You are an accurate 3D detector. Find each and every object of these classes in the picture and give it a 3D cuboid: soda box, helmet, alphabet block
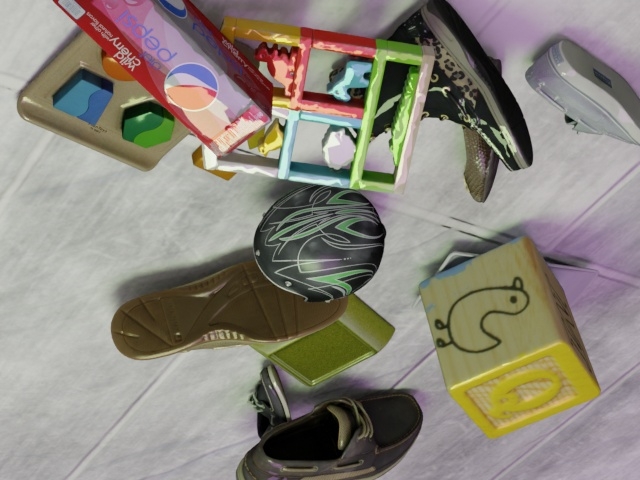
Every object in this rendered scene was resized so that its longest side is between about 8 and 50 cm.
[{"bbox_3d":[-0.168,-0.215,1.489,0.083,0.092,0.263,-36,116,20],"label":"soda box"},{"bbox_3d":[0.000,0.000,1.819,0.169,0.169,0.161,-23,157,12],"label":"helmet"},{"bbox_3d":[0.280,0.147,2.007,0.192,0.197,0.193,-27,140,15],"label":"alphabet block"}]

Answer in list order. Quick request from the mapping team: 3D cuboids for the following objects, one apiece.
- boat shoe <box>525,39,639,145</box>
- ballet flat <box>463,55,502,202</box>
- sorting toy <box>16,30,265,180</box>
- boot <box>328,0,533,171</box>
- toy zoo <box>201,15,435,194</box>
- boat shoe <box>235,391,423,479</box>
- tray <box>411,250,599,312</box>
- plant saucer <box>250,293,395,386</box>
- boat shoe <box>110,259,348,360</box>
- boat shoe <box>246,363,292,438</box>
[{"bbox_3d":[0.353,-0.182,1.776,0.081,0.079,0.227,-30,135,34],"label":"boat shoe"},{"bbox_3d":[0.205,-0.146,1.779,0.058,0.084,0.250,10,143,15],"label":"ballet flat"},{"bbox_3d":[-0.183,-0.167,1.651,0.307,0.041,0.229,24,129,-38],"label":"sorting toy"},{"bbox_3d":[0.138,-0.159,1.663,0.178,0.085,0.236,-29,101,24],"label":"boot"},{"bbox_3d":[-0.027,-0.159,1.600,0.293,0.030,0.192,8,122,-6],"label":"toy zoo"},{"bbox_3d":[0.033,0.328,2.198,0.355,0.132,0.130,-21,152,-32],"label":"boat shoe"},{"bbox_3d":[0.285,0.069,2.096,0.270,0.030,0.145,7,138,-25],"label":"tray"},{"bbox_3d":[0.000,0.160,2.112,0.188,0.045,0.188,-28,140,19],"label":"plant saucer"},{"bbox_3d":[-0.130,0.095,1.955,0.341,0.122,0.110,-8,179,-2],"label":"boat shoe"},{"bbox_3d":[-0.085,0.272,2.203,0.065,0.075,0.206,-15,147,-3],"label":"boat shoe"}]
